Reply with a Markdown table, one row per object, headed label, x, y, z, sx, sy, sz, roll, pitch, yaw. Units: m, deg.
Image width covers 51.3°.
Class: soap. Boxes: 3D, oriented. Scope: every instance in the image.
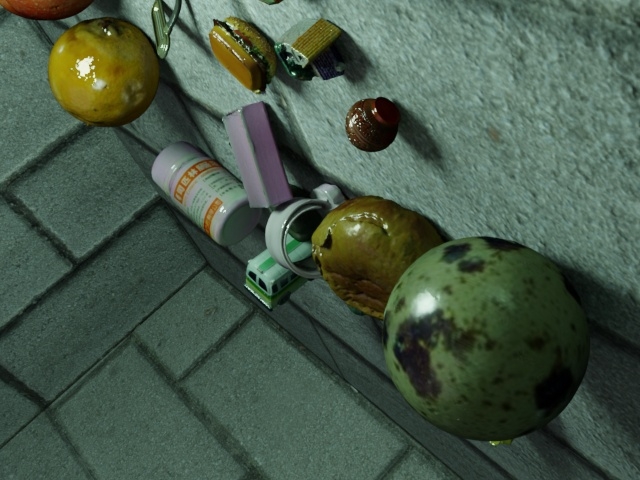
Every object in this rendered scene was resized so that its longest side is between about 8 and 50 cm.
| label | x | y | z | sx | sy | sz | roll | pitch | yaw |
| --- | --- | --- | --- | --- | --- | --- | --- | --- | --- |
| soap | -0.162 | -0.213 | 1.707 | 0.181 | 0.081 | 0.259 | 2 | 111 | 70 |

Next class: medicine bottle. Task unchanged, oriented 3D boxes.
| label | x | y | z | sx | sy | sz | roll | pitch | yaw |
| --- | --- | --- | --- | --- | --- | --- | --- | --- | --- |
| medicine bottle | -0.403 | -0.172 | 2.351 | 0.388 | 0.219 | 0.219 | 41 | 163 | 25 |

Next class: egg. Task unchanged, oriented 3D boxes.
| label | x | y | z | sx | sy | sz | roll | pitch | yaw |
| --- | --- | --- | --- | --- | --- | --- | --- | --- | --- |
| egg | 0.289 | 0.177 | 1.168 | 0.345 | 0.345 | 0.428 | 36 | 171 | 35 |

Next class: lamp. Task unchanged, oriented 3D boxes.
| label | x | y | z | sx | sy | sz | roll | pitch | yaw |
| --- | --- | --- | --- | --- | --- | --- | --- | --- | --- |
| lamp | -0.404 | -0.603 | 1.558 | 0.203 | 0.124 | 0.283 | 61 | 179 | 38 |

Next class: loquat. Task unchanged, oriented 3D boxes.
| label | x | y | z | sx | sy | sz | roll | pitch | yaw |
| --- | --- | --- | --- | --- | --- | --- | --- | --- | --- |
| loquat | -0.643 | -0.501 | 1.988 | 0.328 | 0.328 | 0.328 | 43 | 164 | 16 |

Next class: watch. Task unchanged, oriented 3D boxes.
| label | x | y | z | sx | sy | sz | roll | pitch | yaw |
| --- | --- | --- | --- | --- | --- | --- | --- | --- | --- |
| watch | 0.000 | 0.000 | 1.693 | 0.244 | 0.231 | 0.196 | 58 | 160 | -22 |

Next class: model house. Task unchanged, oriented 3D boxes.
| label | x | y | z | sx | sy | sz | roll | pitch | yaw |
| --- | --- | --- | --- | --- | --- | --- | --- | --- | --- |
| model house | -0.008 | -0.327 | 1.181 | 0.100 | 0.088 | 0.100 | 31 | 161 | 48 |

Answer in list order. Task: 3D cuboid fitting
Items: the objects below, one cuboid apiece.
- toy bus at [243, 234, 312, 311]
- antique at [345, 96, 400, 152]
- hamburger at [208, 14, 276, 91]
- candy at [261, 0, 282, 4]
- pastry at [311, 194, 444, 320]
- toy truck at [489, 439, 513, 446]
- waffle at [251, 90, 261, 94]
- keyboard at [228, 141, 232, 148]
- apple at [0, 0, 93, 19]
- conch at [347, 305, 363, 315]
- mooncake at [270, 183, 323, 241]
| label | x | y | z | sx | sy | sz | roll | pitch | yaw |
| --- | --- | --- | --- | --- | --- | --- | --- | --- | --- |
| toy bus | -0.093 | 0.067 | 2.028 | 0.134 | 0.276 | 0.164 | 39 | 151 | 23 |
| antique | 0.091 | -0.206 | 1.196 | 0.104 | 0.104 | 0.104 | 43 | 164 | 16 |
| hamburger | -0.159 | -0.397 | 1.404 | 0.166 | 0.087 | 0.137 | 46 | 165 | 8 |
| candy | -0.130 | -0.474 | 1.208 | 0.084 | 0.078 | 0.288 | 53 | 171 | -32 |
| pastry | 0.135 | 0.050 | 1.502 | 0.356 | 0.164 | 0.356 | 28 | 146 | 21 |
| toy truck | 0.472 | 0.436 | 1.732 | 0.157 | 0.124 | 0.272 | 26 | 153 | 27 |
| waffle | -0.170 | -0.388 | 1.585 | 0.085 | 0.016 | 0.078 | 44 | 160 | 9 |
| keyboard | -0.223 | -0.228 | 2.115 | 0.061 | 0.013 | 0.204 | 27 | 155 | 52 |
| apple | -0.768 | -0.750 | 1.782 | 0.348 | 0.277 | 0.348 | 42 | 163 | 16 |
| conch | 0.114 | 0.119 | 1.880 | 0.202 | 0.134 | 0.196 | 43 | -155 | -5 |
| mooncake | -0.073 | -0.080 | 1.930 | 0.175 | 0.104 | 0.168 | 47 | 171 | 13 |
